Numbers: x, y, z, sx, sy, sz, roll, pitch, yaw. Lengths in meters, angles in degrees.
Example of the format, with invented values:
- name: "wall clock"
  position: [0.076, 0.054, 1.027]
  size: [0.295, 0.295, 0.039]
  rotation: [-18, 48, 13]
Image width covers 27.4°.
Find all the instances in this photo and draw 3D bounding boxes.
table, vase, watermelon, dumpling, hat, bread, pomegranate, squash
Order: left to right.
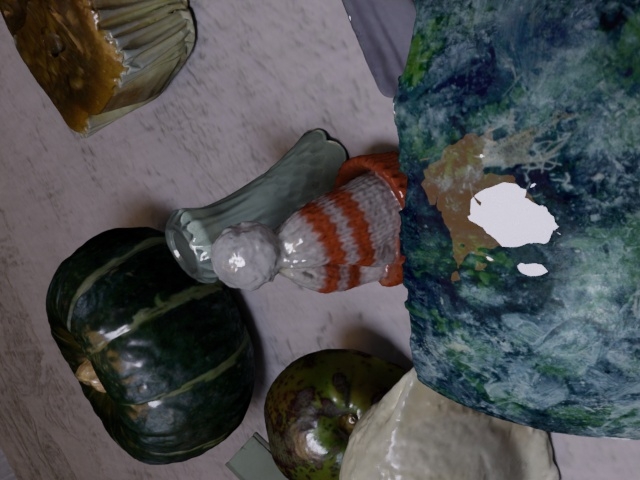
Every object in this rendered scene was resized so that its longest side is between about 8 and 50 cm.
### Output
- name: "bread"
  position: [-0.213, -0.208, 1.184]
  size: [0.192, 0.110, 0.210]
  rotation: [60, 153, 0]
- name: "squash"
  position: [-0.178, 0.106, 1.358]
  size: [0.252, 0.165, 0.252]
  rotation: [39, 147, 32]
- name: "vase"
  position: [-0.048, -0.022, 1.028]
  size: [0.081, 0.149, 0.081]
  rotation: [40, 146, 34]
- name: "table"
  position: [-0.011, 0.295, 1.207]
  size: [0.121, 0.111, 0.240]
  rotation: [38, 171, 39]
- name: "hat"
  position: [0.000, 0.000, 0.955]
  size: [0.093, 0.162, 0.112]
  rotation: [46, 146, 34]
- name: "pomegranate"
  position: [0.022, 0.138, 1.105]
  size: [0.163, 0.138, 0.125]
  rotation: [-86, 1, -48]
- name: "dumpling"
  position: [0.096, 0.180, 0.986]
  size: [0.126, 0.166, 0.215]
  rotation: [-126, 44, -76]
- name: "watermelon"
  position: [0.110, -0.048, 0.709]
  size: [0.226, 0.148, 0.318]
  rotation: [-31, -67, -81]

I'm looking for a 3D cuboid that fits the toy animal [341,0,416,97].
- name: "toy animal"
  position: [-0.013, -0.246, 0.760]
  size: [0.206, 0.081, 0.367]
  rotation: [-53, -57, -70]
